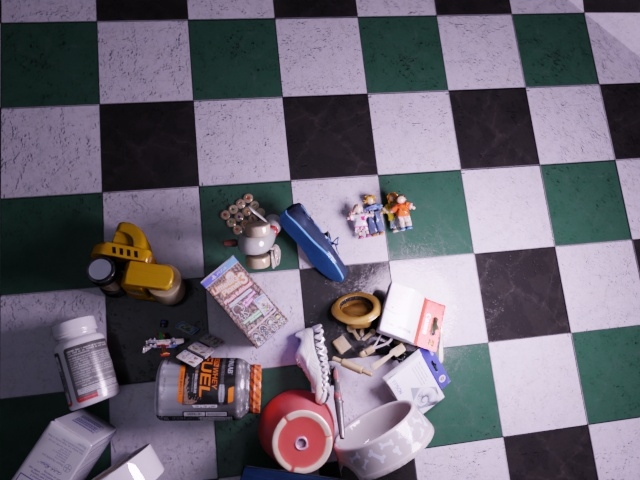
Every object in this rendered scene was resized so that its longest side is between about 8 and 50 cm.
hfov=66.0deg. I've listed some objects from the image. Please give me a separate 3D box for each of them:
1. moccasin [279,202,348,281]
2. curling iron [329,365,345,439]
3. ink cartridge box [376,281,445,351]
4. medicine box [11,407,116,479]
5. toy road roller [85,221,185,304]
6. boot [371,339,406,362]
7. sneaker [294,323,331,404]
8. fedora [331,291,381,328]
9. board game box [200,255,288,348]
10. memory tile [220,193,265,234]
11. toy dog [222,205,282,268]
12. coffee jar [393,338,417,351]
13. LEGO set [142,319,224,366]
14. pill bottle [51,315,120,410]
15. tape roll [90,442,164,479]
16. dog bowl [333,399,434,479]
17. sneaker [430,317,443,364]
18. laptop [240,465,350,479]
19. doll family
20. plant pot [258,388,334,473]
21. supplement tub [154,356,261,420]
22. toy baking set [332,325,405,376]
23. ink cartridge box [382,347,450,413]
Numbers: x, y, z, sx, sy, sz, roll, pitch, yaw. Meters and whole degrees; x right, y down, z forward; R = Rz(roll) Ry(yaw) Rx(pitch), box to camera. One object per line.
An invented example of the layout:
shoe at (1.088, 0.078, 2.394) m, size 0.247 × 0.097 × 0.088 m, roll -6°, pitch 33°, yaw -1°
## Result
moccasin at (0.000, 0.000, 1.826) m, size 0.342 × 0.138 × 0.117 m, roll 53°, pitch 53°, yaw -15°
curling iron at (0.063, 0.561, 1.725) m, size 0.035 × 0.068 × 0.274 m, roll -5°, pitch 42°, yaw -5°
ink cartridge box at (0.335, 0.274, 1.775) m, size 0.233 × 0.066 × 0.189 m, roll 18°, pitch 68°, yaw 1°
medicine box at (-0.817, 0.708, 1.547) m, size 0.149 × 0.263 × 0.289 m, roll 31°, pitch 77°, yaw 0°
toy road roller at (-0.629, 0.077, 1.724) m, size 0.330 × 0.202 × 0.240 m, roll 11°, pitch 68°, yaw -4°
boot at (0.254, 0.408, 1.821) m, size 0.121 × 0.099 × 0.045 m, roll 34°, pitch 76°, yaw 0°
sneaker at (-0.027, 0.442, 1.751) m, size 0.119 × 0.110 × 0.292 m, roll -9°, pitch 52°, yaw 0°
fedora at (0.136, 0.269, 1.817) m, size 0.195 × 0.194 × 0.079 m, roll -18°, pitch 119°, yaw -10°
board game box at (-0.260, 0.219, 1.723) m, size 0.141 × 0.232 × 0.291 m, roll -40°, pitch 86°, yaw -12°
memory tile at (-0.297, -0.101, 1.889) m, size 0.148 × 0.012 × 0.113 m, roll -38°, pitch 87°, yaw -12°
toy dog at (-0.237, -0.013, 1.735) m, size 0.161 × 0.334 × 0.220 m, roll 5°, pitch 88°, yaw 4°
coffee jar at (0.302, 0.323, 1.844) m, size 0.079 × 0.096 × 0.184 m, roll -12°, pitch 81°, yaw -15°
LEGO set at (-0.486, 0.358, 1.711) m, size 0.244 × 0.182 × 0.060 m, roll 22°, pitch 113°, yaw 15°
pill bottle at (-0.793, 0.407, 1.658) m, size 0.161 × 0.161 × 0.283 m, roll -18°, pitch 83°, yaw -10°
tape roll at (-0.642, 0.767, 1.548) m, size 0.286 × 0.286 × 0.100 m, roll -30°, pitch 85°, yaw -11°
dog bowl at (0.199, 0.653, 1.640) m, size 0.349 × 0.349 × 0.102 m, roll -28°, pitch 87°, yaw -11°
sneaker at (0.413, 0.374, 1.864) m, size 0.086 × 0.064 × 0.192 m, roll -1°, pitch 83°, yaw -12°
laptop at (-0.095, 0.923, 1.599) m, size 0.382 × 0.236 × 0.407 m, roll 11°, pitch 84°, yaw -5°
doll family at (0.236, -0.104, 1.921) m, size 0.263 × 0.118 × 0.163 m, roll -11°, pitch 87°, yaw 9°
plant pot at (-0.072, 0.654, 1.663) m, size 0.275 × 0.243 × 0.274 m, roll 1°, pitch 80°, yaw -7°
supplement tub at (-0.372, 0.502, 1.670) m, size 0.338 × 0.207 × 0.207 m, roll 2°, pitch 80°, yaw -8°
toy baking set at (0.165, 0.390, 1.788) m, size 0.256 × 0.030 × 0.196 m, roll 22°, pitch 72°, yaw 28°
ink cartridge box at (0.364, 0.517, 1.797) m, size 0.224 × 0.045 × 0.223 m, roll -36°, pitch 112°, yaw -12°
